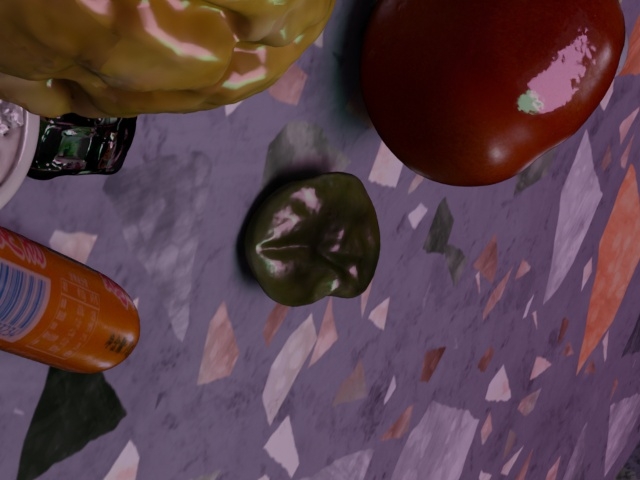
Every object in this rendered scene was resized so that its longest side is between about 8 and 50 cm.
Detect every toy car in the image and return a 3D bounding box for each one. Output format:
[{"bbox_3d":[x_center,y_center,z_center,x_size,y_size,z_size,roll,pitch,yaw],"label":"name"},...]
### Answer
[{"bbox_3d":[-0.192,-0.083,1.433,0.142,0.055,0.069,-9,122,-59],"label":"toy car"}]

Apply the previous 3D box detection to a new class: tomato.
[{"bbox_3d":[0.171,-0.205,1.825,0.226,0.298,0.298,48,60,-18],"label":"tomato"}]

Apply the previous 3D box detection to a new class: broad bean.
[{"bbox_3d":[-0.003,0.000,1.843,0.206,0.072,0.153,27,80,-64],"label":"broad bean"}]

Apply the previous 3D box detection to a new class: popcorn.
[{"bbox_3d":[-0.114,-0.276,1.076,0.344,0.354,0.390,-6,73,-61],"label":"popcorn"}]

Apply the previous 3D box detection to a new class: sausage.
[{"bbox_3d":[-0.230,0.050,1.427,0.093,0.093,0.312,-65,154,-3],"label":"sausage"}]

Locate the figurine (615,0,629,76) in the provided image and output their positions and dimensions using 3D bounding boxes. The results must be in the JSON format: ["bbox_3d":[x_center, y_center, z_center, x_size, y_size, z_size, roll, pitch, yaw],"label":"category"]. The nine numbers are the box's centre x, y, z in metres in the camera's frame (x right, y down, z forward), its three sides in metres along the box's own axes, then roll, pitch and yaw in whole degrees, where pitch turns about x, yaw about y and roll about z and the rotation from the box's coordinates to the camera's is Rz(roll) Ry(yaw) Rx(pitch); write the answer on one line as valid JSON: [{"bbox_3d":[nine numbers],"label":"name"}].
[{"bbox_3d":[0.299,-0.354,2.027,0.284,0.206,0.316,-46,154,-25],"label":"figurine"}]

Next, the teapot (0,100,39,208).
[{"bbox_3d":[-0.264,-0.071,1.244,0.145,0.092,0.226,23,82,-53],"label":"teapot"}]
